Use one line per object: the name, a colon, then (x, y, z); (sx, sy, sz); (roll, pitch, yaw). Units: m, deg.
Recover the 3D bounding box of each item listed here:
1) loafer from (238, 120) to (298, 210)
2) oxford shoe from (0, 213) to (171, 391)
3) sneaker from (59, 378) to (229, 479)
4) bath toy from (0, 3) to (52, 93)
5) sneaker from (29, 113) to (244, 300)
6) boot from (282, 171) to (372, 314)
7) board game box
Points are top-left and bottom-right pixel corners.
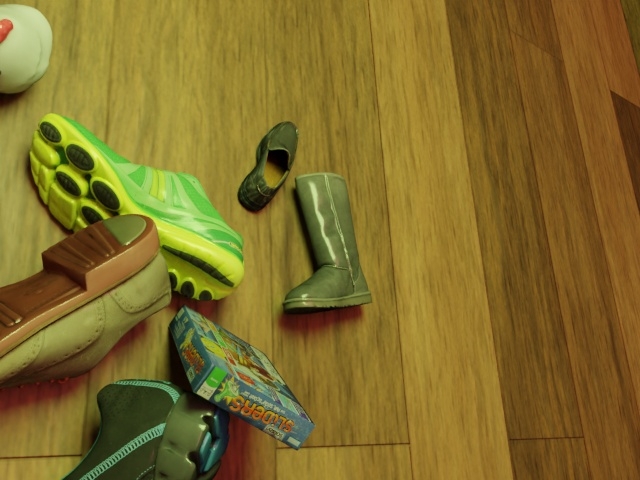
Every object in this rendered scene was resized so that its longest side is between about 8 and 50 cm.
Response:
loafer: (-0.063, -0.119, 0.927); (0.062, 0.061, 0.170); (34, 53, -24)
oxford shoe: (-0.290, 0.111, 0.612); (0.348, 0.123, 0.130); (-35, 129, -29)
sneaker: (-0.208, 0.307, 0.618); (0.140, 0.125, 0.340); (15, 70, 13)
bath toy: (-0.445, -0.281, 0.631); (0.348, 0.129, 0.151); (39, 86, -20)
sneaker: (-0.217, -0.041, 0.759); (0.295, 0.109, 0.123); (40, 27, -17)
boot: (-0.002, 0.000, 0.922); (0.190, 0.076, 0.208); (-1, 80, -55)
board game box: (-0.097, 0.148, 0.710); (0.136, 0.201, 0.035); (37, 87, -22)
